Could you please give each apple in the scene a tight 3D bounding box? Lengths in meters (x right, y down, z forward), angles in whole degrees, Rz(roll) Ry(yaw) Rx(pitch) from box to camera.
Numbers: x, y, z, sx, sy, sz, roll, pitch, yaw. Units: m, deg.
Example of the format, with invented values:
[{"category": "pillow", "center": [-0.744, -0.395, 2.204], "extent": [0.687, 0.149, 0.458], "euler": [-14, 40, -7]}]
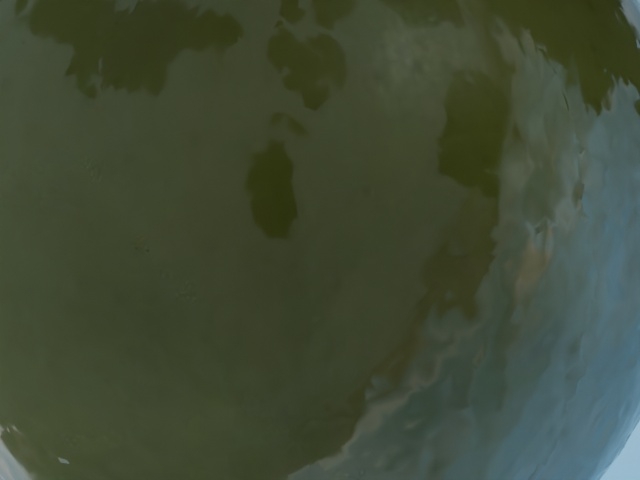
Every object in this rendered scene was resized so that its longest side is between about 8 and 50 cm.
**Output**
[{"category": "apple", "center": [0.021, -0.002, 0.486], "extent": [0.233, 0.295, 0.258], "euler": [-5, -90, 25]}]
